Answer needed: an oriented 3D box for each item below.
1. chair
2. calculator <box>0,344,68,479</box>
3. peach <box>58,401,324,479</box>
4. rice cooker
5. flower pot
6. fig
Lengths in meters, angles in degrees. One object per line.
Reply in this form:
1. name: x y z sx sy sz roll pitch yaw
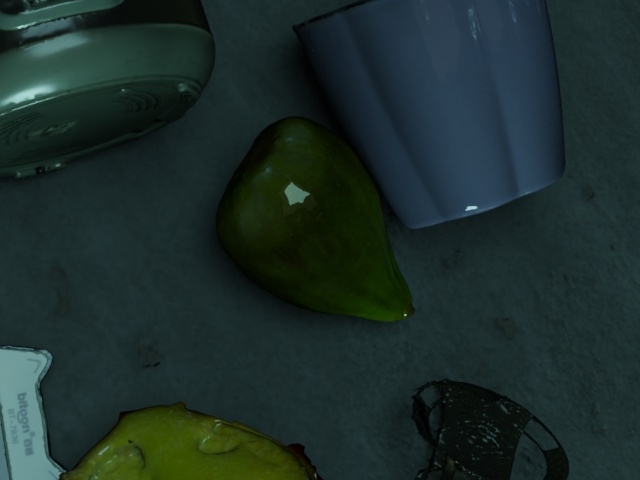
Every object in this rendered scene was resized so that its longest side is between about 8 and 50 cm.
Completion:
1. chair: 0.159 0.236 1.577 0.174 0.149 0.213 20 70 -9
2. calculator: -0.377 0.191 1.488 0.268 0.040 0.177 -7 80 -16
3. peach: -0.094 0.299 1.420 0.281 0.281 0.338 -32 87 -19
4. rice cooker: -0.276 -0.249 1.463 0.335 0.335 0.325 -16 82 -18
5. flower pot: 0.126 -0.150 1.607 0.265 0.265 0.243 -19 97 -18
6. fig: -0.014 -0.009 1.586 0.167 0.167 0.233 -39 129 -19
